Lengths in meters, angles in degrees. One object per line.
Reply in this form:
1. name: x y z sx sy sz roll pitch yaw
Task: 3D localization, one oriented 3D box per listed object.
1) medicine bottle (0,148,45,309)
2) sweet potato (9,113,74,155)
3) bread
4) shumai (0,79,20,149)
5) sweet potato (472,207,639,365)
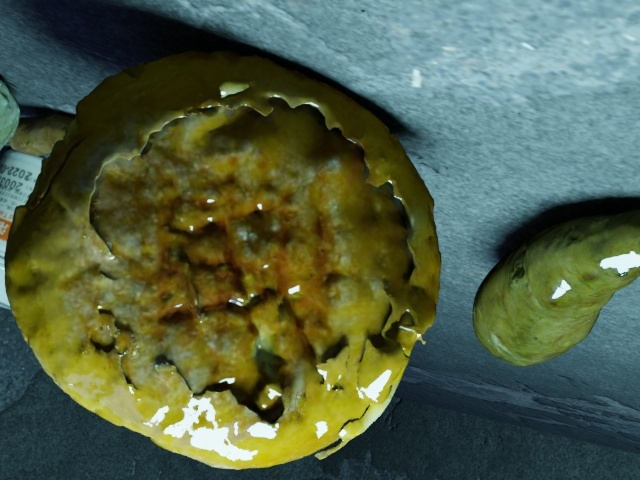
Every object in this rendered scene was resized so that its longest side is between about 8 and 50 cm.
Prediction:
1. medicine bottle: -0.517 -0.016 1.555 0.144 0.252 0.144 21 168 5
2. sweet potato: -0.283 -0.119 1.197 0.281 0.059 0.067 14 148 20
3. bread: -0.079 0.016 0.830 0.358 0.337 0.204 29 174 -7
4. shumai: -0.526 -0.191 1.146 0.272 0.222 0.203 13 -137 -55
5. sweet potato: 0.245 0.047 0.944 0.130 0.130 0.422 21 159 0
